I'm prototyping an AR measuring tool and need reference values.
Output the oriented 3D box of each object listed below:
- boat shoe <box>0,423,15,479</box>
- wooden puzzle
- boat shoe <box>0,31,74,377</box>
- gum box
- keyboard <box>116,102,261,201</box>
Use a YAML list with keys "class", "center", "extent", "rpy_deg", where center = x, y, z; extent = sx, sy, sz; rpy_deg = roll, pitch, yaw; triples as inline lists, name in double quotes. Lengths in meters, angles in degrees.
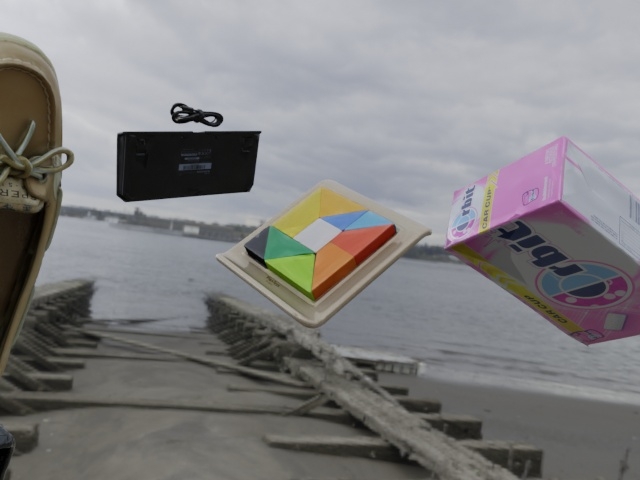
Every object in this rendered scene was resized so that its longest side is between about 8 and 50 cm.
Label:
- class: "boat shoe"
  center: [-0.393, 0.324, 0.650]
  extent: [0.113, 0.339, 0.127]
  rpy_deg: [21, 0, 13]
- class: "wooden puzzle"
  center: [0.000, 0.000, 0.897]
  extent: [0.239, 0.044, 0.221]
  rpy_deg: [-35, 43, -24]
- class: "boat shoe"
  center: [-0.249, -0.010, 0.486]
  extent: [0.105, 0.285, 0.089]
  rpy_deg: [0, 24, -42]
- class: "gum box"
  center: [0.206, 0.012, 0.502]
  extent: [0.188, 0.062, 0.107]
  rpy_deg: [32, -34, -22]
- class: "keyboard"
  center: [-0.146, -0.103, 0.729]
  extent: [0.180, 0.108, 0.023]
  rpy_deg: [-10, 28, -43]
